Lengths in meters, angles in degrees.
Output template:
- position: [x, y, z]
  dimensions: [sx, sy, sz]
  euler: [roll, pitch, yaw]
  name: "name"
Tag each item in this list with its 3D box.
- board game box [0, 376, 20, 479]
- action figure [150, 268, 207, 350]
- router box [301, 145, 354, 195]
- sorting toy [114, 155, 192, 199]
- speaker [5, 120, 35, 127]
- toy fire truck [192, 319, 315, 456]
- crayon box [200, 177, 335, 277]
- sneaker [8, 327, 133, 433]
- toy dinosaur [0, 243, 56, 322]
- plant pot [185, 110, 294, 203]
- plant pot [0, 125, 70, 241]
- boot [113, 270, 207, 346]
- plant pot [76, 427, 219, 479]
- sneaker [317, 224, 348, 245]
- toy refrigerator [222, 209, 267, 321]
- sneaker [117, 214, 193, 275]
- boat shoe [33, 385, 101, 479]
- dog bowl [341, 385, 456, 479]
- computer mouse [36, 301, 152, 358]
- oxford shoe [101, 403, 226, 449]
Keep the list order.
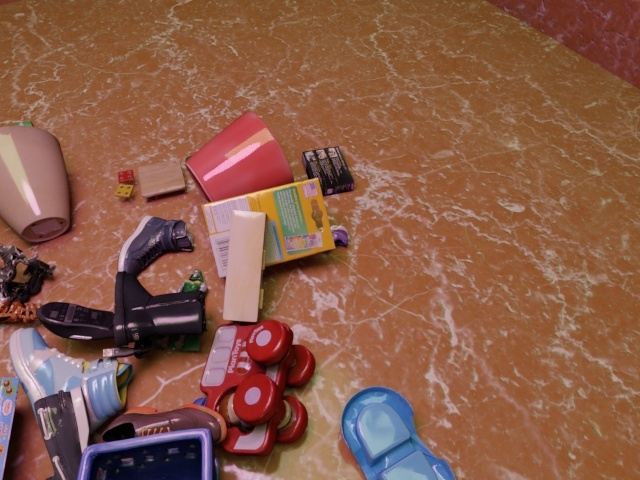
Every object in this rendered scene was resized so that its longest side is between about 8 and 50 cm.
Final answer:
- position: [-0.673, 0.417, 0.954]
  dimensions: [0.039, 0.160, 0.212]
  euler: [15, 45, -34]
  name: "board game box"
- position: [-0.353, 0.172, 1.206]
  dimensions: [0.137, 0.063, 0.232]
  euler: [4, 49, 6]
  name: "action figure"
- position: [0.022, -0.230, 1.523]
  dimensions: [0.133, 0.046, 0.179]
  euler: [-11, 54, -10]
  name: "router box"
- position: [-0.515, -0.187, 1.479]
  dimensions: [0.274, 0.046, 0.132]
  euler: [-15, 55, -13]
  name: "sorting toy"
- position: [-1.064, -0.284, 1.493]
  dimensions: [0.296, 0.131, 0.131]
  euler: [-27, 58, -20]
  name: "speaker"
- position: [-0.166, 0.326, 1.049]
  dimensions: [0.253, 0.169, 0.302]
  euler: [-10, 50, 25]
  name: "toy fire truck"
- position: [-0.140, -0.035, 1.267]
  dimensions: [0.322, 0.083, 0.203]
  euler: [-14, 91, -3]
  name: "crayon box"
- position: [-0.561, 0.297, 1.067]
  dimensions: [0.208, 0.127, 0.319]
  euler: [-32, 69, -20]
  name: "sneaker"
- position: [-0.809, 0.136, 1.197]
  dimensions: [0.321, 0.164, 0.218]
  euler: [21, 68, -8]
  name: "toy dinosaur"
- position: [-0.251, -0.210, 1.389]
  dimensions: [0.243, 0.275, 0.275]
  euler: [-34, 60, -12]
  name: "plant pot"
- position: [-0.844, -0.143, 1.337]
  dimensions: [0.256, 0.256, 0.274]
  euler: [-26, 73, -20]
  name: "plant pot"
- position: [-0.389, 0.154, 1.127]
  dimensions: [0.207, 0.094, 0.246]
  euler: [-5, 32, -20]
  name: "boot"
- position: [-0.303, 0.507, 0.855]
  dimensions: [0.235, 0.212, 0.236]
  euler: [-6, 54, -6]
  name: "plant pot"
- position: [0.000, 0.000, 1.340]
  dimensions: [0.169, 0.068, 0.071]
  euler: [-8, 64, -4]
  name: "sneaker"
- position: [-0.185, 0.062, 1.173]
  dimensions: [0.094, 0.102, 0.270]
  euler: [5, 90, -4]
  name: "toy refrigerator"
- position: [-0.454, 0.024, 1.296]
  dimensions: [0.163, 0.086, 0.226]
  euler: [8, 52, 8]
  name: "sneaker"
- position: [-0.490, 0.448, 0.909]
  dimensions: [0.091, 0.114, 0.303]
  euler: [-12, 77, -25]
  name: "boat shoe"
- position: [0.158, 0.464, 0.984]
  dimensions: [0.165, 0.074, 0.297]
  euler: [-23, 56, -18]
  name: "dog bowl"
- position: [-0.527, 0.226, 1.085]
  dimensions: [0.262, 0.060, 0.184]
  euler: [14, 18, -30]
  name: "computer mouse"
- position: [-0.324, 0.402, 0.955]
  dimensions: [0.271, 0.098, 0.097]
  euler: [-10, 88, 19]
  name: "oxford shoe"
